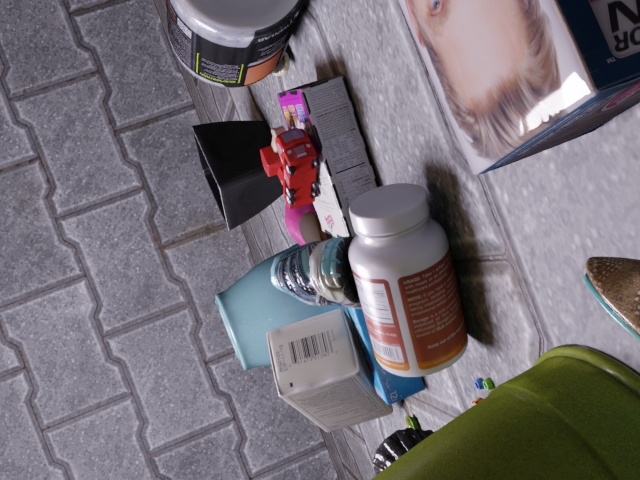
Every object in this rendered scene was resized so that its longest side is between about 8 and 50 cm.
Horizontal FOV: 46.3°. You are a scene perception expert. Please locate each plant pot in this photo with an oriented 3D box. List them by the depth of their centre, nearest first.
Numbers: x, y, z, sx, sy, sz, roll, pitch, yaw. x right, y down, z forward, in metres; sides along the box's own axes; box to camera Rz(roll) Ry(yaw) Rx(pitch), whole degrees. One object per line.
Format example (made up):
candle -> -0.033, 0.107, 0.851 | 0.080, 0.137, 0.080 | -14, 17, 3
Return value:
plant pot -> 0.140, 0.327, 0.649 | 0.366, 0.353, 0.366 | 159, 90, -79
plant pot -> -0.089, 0.161, 1.680 | 0.271, 0.255, 0.271 | 158, 90, -79
plant pot -> -0.176, -0.167, 1.712 | 0.187, 0.167, 0.188 | 90, 155, -61

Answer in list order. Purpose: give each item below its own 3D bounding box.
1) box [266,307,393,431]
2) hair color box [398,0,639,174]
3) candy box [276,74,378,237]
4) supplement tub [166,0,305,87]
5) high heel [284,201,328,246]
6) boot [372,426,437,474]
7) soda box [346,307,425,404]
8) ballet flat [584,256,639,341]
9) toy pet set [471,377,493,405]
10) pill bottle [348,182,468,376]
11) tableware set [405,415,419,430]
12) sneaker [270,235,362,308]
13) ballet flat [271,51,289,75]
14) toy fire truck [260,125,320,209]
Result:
box -> 0.025, 0.246, 1.360 | 0.311, 0.148, 0.121 | 60, -167, -61
hair color box -> 0.098, -0.231, 0.458 | 0.174, 0.105, 0.347 | 132, 116, -78
candy box -> 0.018, -0.122, 1.122 | 0.159, 0.071, 0.233 | -151, 41, -72
supplement tub -> -0.131, -0.342, 1.107 | 0.316, 0.194, 0.193 | 156, 93, -78
high heel -> 0.000, 0.000, 1.487 | 0.117, 0.082, 0.244 | -17, 81, 51
boot -> 0.153, 0.340, 1.008 | 0.348, 0.131, 0.260 | 55, 180, -41
soda box -> 0.101, 0.159, 1.243 | 0.067, 0.071, 0.210 | -159, 48, -78
ballet flat -> 0.244, 0.061, 0.449 | 0.206, 0.073, 0.067 | 55, 136, 41
toy pet set -> 0.205, 0.231, 0.902 | 0.122, 0.065, 0.114 | 125, 123, -77
pill bottle -> 0.103, 0.046, 0.905 | 0.121, 0.121, 0.216 | -133, 25, -62
tableware set -> 0.177, 0.389, 1.434 | 0.154, 0.024, 0.104 | 96, 151, -67
sneaker -> 0.026, 0.043, 1.040 | 0.283, 0.122, 0.110 | 23, -114, -65
ballet flat -> -0.085, -0.330, 1.325 | 0.049, 0.057, 0.173 | 27, -164, -33
toy fire truck -> -0.049, -0.124, 1.126 | 0.192, 0.047, 0.135 | 93, 155, -64
